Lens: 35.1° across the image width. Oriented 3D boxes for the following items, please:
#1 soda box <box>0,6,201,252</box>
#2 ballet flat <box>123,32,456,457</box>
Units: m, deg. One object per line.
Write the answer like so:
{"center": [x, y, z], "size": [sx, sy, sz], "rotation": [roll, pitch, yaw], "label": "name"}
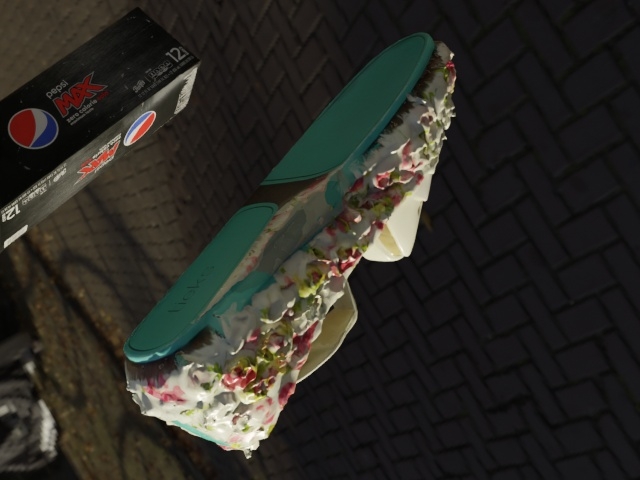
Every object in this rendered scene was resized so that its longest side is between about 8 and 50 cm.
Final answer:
{"center": [-0.154, -0.071, 0.623], "size": [0.060, 0.169, 0.053], "rotation": [41, 149, 8], "label": "soda box"}
{"center": [0.000, 0.000, 0.486], "size": [0.091, 0.241, 0.077], "rotation": [-1, 134, 54], "label": "ballet flat"}
